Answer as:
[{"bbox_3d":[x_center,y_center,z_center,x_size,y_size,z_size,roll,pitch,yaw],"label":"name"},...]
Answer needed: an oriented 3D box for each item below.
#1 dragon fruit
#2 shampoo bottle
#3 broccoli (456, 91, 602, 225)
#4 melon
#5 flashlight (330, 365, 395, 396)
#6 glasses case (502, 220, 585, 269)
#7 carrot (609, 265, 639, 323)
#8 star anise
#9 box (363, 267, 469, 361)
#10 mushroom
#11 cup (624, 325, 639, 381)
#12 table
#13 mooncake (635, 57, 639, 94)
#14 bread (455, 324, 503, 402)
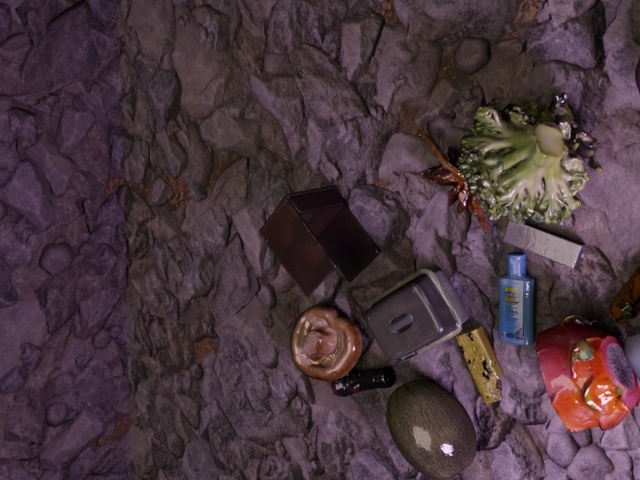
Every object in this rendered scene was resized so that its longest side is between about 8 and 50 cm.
[{"bbox_3d":[0.671,0.323,1.596,0.189,0.290,0.291,-31,80,34],"label":"dragon fruit"},{"bbox_3d":[0.547,0.161,1.797,0.103,0.061,0.259,5,103,37],"label":"shampoo bottle"},{"bbox_3d":[0.522,-0.204,1.599,0.272,0.324,0.334,-2,75,60],"label":"broccoli"},{"bbox_3d":[0.333,0.566,1.950,0.302,0.237,0.237,54,128,18],"label":"melon"},{"bbox_3d":[0.144,0.480,2.184,0.232,0.093,0.093,-17,90,40],"label":"flashlight"},{"bbox_3d":[0.599,0.006,1.728,0.205,0.047,0.071,25,111,33],"label":"glasses case"},{"bbox_3d":[0.795,0.108,1.586,0.069,0.069,0.229,39,121,26],"label":"carrot"},{"bbox_3d":[0.416,-0.187,1.790,0.292,0.109,0.350,-23,86,29],"label":"star anise"},{"bbox_3d":[0.287,0.228,1.956,0.290,0.166,0.221,-39,76,39],"label":"box"},{"bbox_3d":[0.016,0.351,2.221,0.278,0.146,0.278,-6,79,34],"label":"mushroom"},{"bbox_3d":[0.861,0.329,1.486,0.205,0.205,0.312,-36,77,38],"label":"cup"},{"bbox_3d":[0.000,0.000,2.084,0.282,0.250,0.196,54,127,17],"label":"table"},{"bbox_3d":[0.822,-0.359,1.404,0.244,0.133,0.245,11,107,37],"label":"mooncake"},{"bbox_3d":[0.483,0.370,1.906,0.088,0.049,0.226,-28,83,40],"label":"bread"}]
